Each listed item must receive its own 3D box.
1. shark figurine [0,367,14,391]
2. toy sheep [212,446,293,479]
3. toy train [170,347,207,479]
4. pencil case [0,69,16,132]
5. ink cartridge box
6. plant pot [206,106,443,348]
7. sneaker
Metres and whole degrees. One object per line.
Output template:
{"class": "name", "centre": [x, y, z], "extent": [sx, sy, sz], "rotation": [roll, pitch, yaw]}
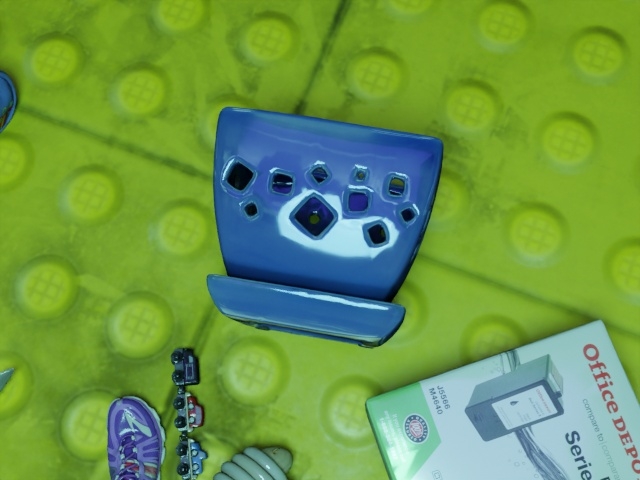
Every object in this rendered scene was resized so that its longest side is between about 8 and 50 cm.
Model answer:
{"class": "shark figurine", "centre": [-0.358, 0.301, 0.945], "extent": [0.116, 0.166, 0.278], "rotation": [-7, 55, -25]}
{"class": "toy sheep", "centre": [-0.080, 0.280, 0.928], "extent": [0.091, 0.091, 0.132], "rotation": [40, 62, 11]}
{"class": "toy train", "centre": [-0.153, 0.204, 0.982], "extent": [0.036, 0.027, 0.158], "rotation": [-3, 74, -9]}
{"class": "pencil case", "centre": [-0.541, -0.223, 1.060], "extent": [0.306, 0.119, 0.133], "rotation": [29, 50, 10]}
{"class": "ink cartridge box", "centre": [0.207, 0.225, 0.913], "extent": [0.273, 0.115, 0.198], "rotation": [-19, 75, -3]}
{"class": "plant pot", "centre": [0.000, 0.000, 0.927], "extent": [0.236, 0.236, 0.212], "rotation": [9, 82, 4]}
{"class": "sneaker", "centre": [-0.210, 0.259, 0.946], "extent": [0.068, 0.071, 0.169], "rotation": [-10, 74, 0]}
